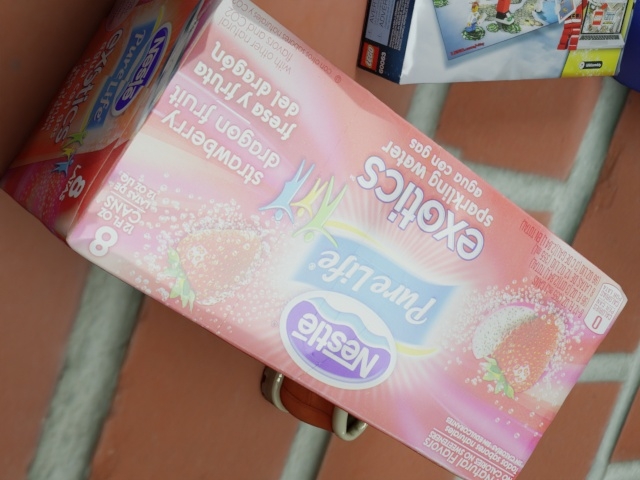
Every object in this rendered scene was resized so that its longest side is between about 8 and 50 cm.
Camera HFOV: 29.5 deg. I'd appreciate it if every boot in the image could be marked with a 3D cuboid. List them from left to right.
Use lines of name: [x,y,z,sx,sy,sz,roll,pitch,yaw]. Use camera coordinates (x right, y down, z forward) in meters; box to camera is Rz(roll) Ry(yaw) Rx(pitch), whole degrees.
boot: [0.029,0.059,0.830,0.059,0.084,0.158,23,93,-45]

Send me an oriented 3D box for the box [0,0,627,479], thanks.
box: [0.000,0.000,0.666,0.300,0.154,0.142,34,86,-30]

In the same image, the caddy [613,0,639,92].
caddy: [0.359,-0.231,0.917,0.241,0.179,0.341,-14,120,-39]

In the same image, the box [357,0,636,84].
box: [0.136,-0.191,0.827,0.233,0.044,0.159,-8,116,-40]
